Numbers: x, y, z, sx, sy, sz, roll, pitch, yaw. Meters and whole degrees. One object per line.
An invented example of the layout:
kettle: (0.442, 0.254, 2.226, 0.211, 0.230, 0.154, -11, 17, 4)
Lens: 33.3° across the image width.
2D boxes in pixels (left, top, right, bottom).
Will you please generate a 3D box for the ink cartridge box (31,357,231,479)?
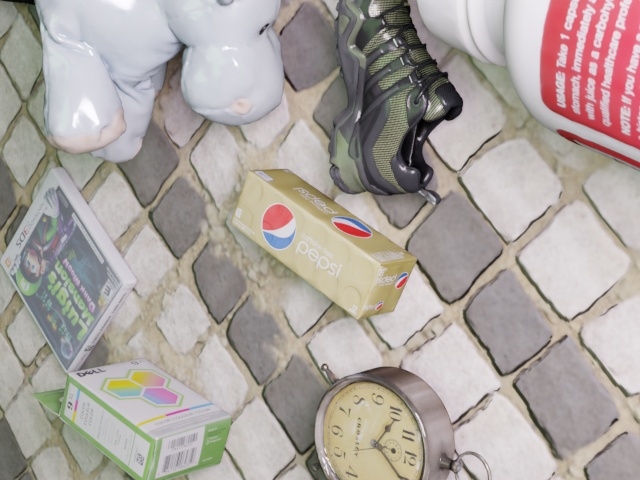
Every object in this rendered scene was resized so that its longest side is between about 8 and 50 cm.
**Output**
ink cartridge box: (-0.211, 0.183, 1.180, 0.209, 0.109, 0.062, 26, 111, 36)

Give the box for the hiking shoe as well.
hiking shoe: (0.075, -0.146, 0.934, 0.114, 0.086, 0.227, 11, 108, 25)

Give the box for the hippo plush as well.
hippo plush: (-0.144, -0.223, 1.056, 0.237, 0.234, 0.294, -3, 110, 11)

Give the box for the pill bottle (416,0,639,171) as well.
pill bottle: (0.266, -0.138, 0.663, 0.408, 0.229, 0.229, 31, 114, 34)

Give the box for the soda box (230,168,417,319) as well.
soda box: (0.000, 0.000, 1.015, 0.181, 0.058, 0.061, 36, 116, 32)

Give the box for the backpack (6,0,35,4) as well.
backpack: (-0.346, -0.325, 1.233, 0.098, 0.120, 0.101, -13, 86, 41)

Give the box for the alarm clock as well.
alarm clock: (0.075, 0.185, 0.968, 0.192, 0.064, 0.129, 16, 104, 41)

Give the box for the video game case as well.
video game case: (-0.313, 0.037, 1.308, 0.190, 0.022, 0.173, 53, 124, 23)
